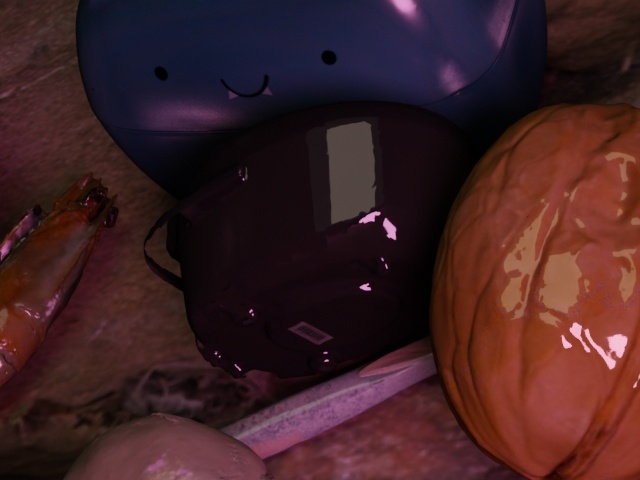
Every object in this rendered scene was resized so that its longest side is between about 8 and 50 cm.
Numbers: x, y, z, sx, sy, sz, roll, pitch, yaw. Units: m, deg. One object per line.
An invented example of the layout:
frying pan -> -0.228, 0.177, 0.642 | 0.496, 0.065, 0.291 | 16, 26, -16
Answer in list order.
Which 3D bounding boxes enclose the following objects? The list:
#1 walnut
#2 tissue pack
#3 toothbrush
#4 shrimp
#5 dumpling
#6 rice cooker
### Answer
walnut -> 0.135, 0.025, 0.814 | 0.159, 0.159, 0.206 | -2, 60, 25
tissue pack -> -0.010, -0.144, 1.041 | 0.287, 0.206, 0.198 | 0, 50, 26
toothbrush -> 0.071, 0.061, 0.914 | 0.375, 0.037, 0.028 | -25, 36, 4
shrimp -> -0.208, 0.031, 1.081 | 0.115, 0.051, 0.217 | 7, 51, 36
dumpling -> -0.084, 0.159, 0.825 | 0.136, 0.118, 0.199 | -40, 22, -17
rice cooker -> -0.001, 0.000, 0.924 | 0.203, 0.142, 0.118 | -26, 51, 31
